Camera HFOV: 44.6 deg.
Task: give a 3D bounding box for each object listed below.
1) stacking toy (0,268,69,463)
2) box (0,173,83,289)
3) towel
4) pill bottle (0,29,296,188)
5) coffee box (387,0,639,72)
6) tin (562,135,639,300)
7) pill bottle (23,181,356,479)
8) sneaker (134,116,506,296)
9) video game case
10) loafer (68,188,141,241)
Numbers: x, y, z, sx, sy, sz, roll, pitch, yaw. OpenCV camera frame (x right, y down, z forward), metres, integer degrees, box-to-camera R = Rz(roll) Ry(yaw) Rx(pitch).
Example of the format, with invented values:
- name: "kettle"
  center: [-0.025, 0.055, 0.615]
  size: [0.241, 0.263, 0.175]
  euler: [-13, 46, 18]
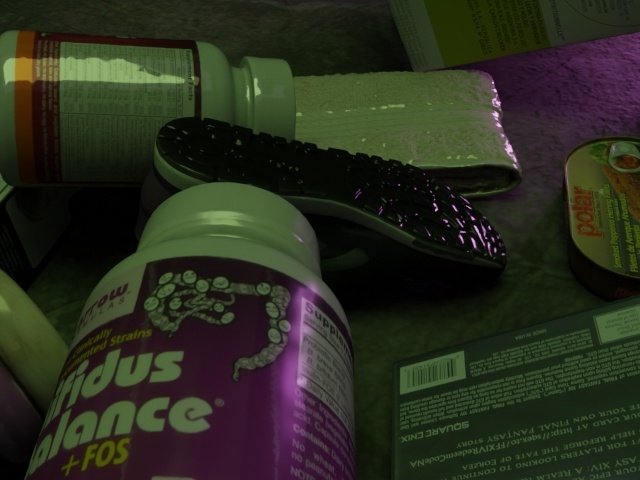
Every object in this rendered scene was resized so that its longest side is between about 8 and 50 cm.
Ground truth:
- name: "stacking toy"
  center: [-0.302, 0.151, 0.445]
  size: [0.141, 0.141, 0.330]
  euler: [29, 55, 34]
- name: "box"
  center: [-0.300, -0.075, 0.737]
  size: [0.169, 0.087, 0.290]
  euler: [6, 41, 14]
- name: "towel"
  center: [0.040, -0.107, 0.759]
  size: [0.282, 0.049, 0.187]
  euler: [-3, 41, 4]
- name: "pill bottle"
  center: [-0.138, -0.101, 0.627]
  size: [0.221, 0.121, 0.121]
  euler: [-1, 38, -16]
- name: "coffee box"
  center: [0.248, -0.407, 0.774]
  size: [0.334, 0.338, 0.337]
  euler: [-3, 32, 38]
- name: "tin"
  center: [0.254, -0.021, 0.639]
  size: [0.106, 0.040, 0.190]
  euler: [7, 41, 9]
- name: "pill bottle"
  center: [-0.064, 0.105, 0.431]
  size: [0.169, 0.169, 0.301]
  euler: [-4, 40, 3]
- name: "sneaker"
  center: [0.000, 0.000, 0.608]
  size: [0.283, 0.124, 0.107]
  euler: [14, 33, -14]
- name: "video game case"
  center: [0.129, 0.150, 0.409]
  size: [0.196, 0.026, 0.274]
  euler: [-19, 37, 21]
- name: "loafer"
  center: [-0.136, -0.030, 0.684]
  size: [0.170, 0.062, 0.061]
  euler: [12, 39, 19]
